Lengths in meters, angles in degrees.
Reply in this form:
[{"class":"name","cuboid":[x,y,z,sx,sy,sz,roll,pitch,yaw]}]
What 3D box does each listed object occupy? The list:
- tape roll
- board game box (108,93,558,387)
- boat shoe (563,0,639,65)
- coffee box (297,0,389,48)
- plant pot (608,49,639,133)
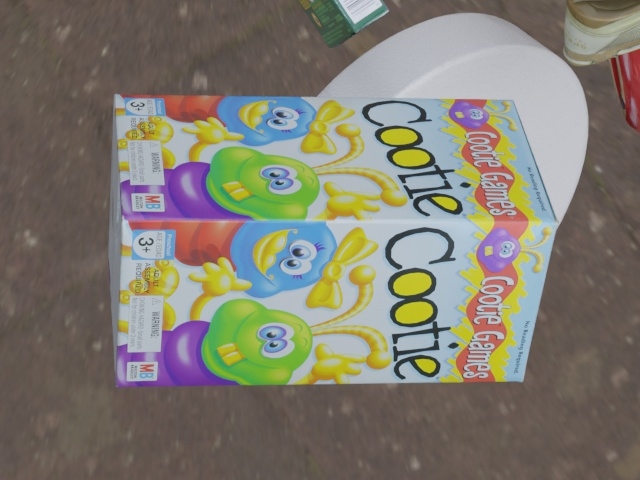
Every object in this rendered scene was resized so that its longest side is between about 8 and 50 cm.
[{"class":"tape roll","cuboid":[0.098,-0.036,1.778,0.392,0.072,0.392,-27,140,-26]},{"class":"board game box","cuboid":[0.000,0.000,1.212,0.275,0.142,0.144,0,128,-9]},{"class":"boat shoe","cuboid":[0.206,-0.140,1.027,0.153,0.056,0.048,-22,145,-18]},{"class":"coffee box","cuboid":[-0.017,-0.254,1.537,0.040,0.113,0.184,-35,95,-10]},{"class":"plant pot","cuboid":[0.332,-0.185,1.553,0.174,0.191,0.191,-10,104,6]}]
